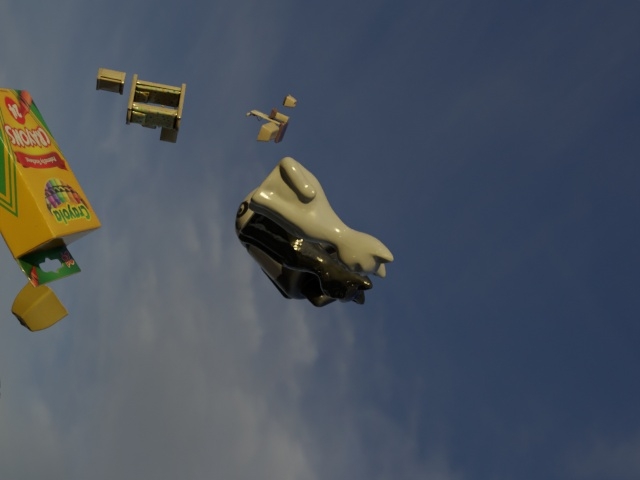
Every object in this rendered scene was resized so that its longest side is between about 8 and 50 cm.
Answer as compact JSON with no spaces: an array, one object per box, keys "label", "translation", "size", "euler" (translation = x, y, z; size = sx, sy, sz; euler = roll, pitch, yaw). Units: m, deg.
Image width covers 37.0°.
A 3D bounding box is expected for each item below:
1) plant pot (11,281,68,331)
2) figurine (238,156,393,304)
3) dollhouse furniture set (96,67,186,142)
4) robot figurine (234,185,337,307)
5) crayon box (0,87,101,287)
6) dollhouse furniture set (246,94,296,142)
[{"label":"plant pot","translation":[-0.601,0.144,2.024],"size":[0.081,0.083,0.081],"euler":[22,-33,42]},{"label":"figurine","translation":[0.000,0.000,1.348],"size":[0.209,0.092,0.215],"euler":[38,-21,3]},{"label":"dollhouse furniture set","translation":[-0.391,-0.262,2.037],"size":[0.161,0.182,0.101],"euler":[116,-20,-58]},{"label":"robot figurine","translation":[-0.050,0.005,1.890],"size":[0.209,0.173,0.278],"euler":[-48,-117,7]},{"label":"crayon box","translation":[-0.468,-0.091,1.540],"size":[0.318,0.081,0.202],"euler":[62,9,-2]},{"label":"dollhouse furniture set","translation":[-0.110,-0.238,1.814],"size":[0.081,0.114,0.091],"euler":[25,-71,8]}]
